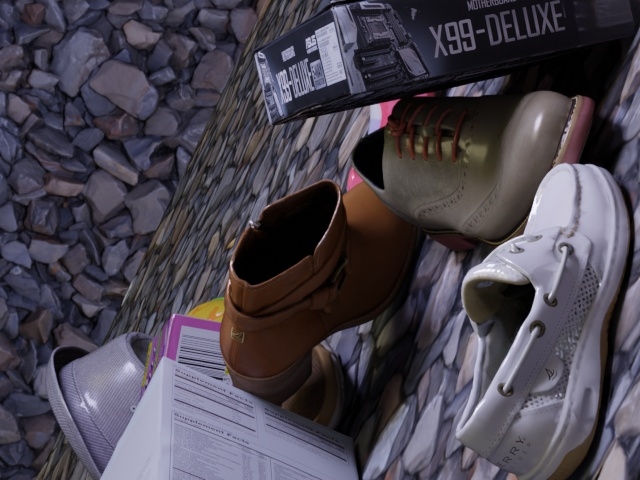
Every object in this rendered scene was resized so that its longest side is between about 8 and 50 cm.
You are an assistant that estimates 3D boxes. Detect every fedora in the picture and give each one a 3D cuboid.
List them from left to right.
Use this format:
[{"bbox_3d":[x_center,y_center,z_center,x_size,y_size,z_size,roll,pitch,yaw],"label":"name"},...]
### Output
[{"bbox_3d":[-0.188,0.212,2.143,0.124,0.275,0.244,-36,-1,11],"label":"fedora"}]

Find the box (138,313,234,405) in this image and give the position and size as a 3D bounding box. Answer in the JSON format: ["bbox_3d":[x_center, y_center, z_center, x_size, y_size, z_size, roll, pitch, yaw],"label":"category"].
[{"bbox_3d":[-0.127,0.203,1.937,0.243,0.117,0.214,135,145,-76],"label":"box"}]

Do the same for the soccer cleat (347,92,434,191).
[{"bbox_3d":[0.078,-0.089,1.931,0.095,0.083,0.248,80,-166,-51],"label":"soccer cleat"}]

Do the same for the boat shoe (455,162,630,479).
[{"bbox_3d":[0.146,0.038,1.290,0.098,0.096,0.277,-54,16,44],"label":"boat shoe"}]

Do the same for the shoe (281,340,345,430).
[{"bbox_3d":[0.000,0.139,1.828,0.077,0.058,0.219,-58,15,12],"label":"shoe"}]

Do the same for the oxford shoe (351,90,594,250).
[{"bbox_3d":[0.114,-0.064,1.547,0.123,0.130,0.348,-68,12,-15],"label":"oxford shoe"}]

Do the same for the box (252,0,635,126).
[{"bbox_3d":[0.094,-0.167,1.596,0.307,0.242,0.077,174,82,-77],"label":"box"}]

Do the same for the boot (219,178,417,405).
[{"bbox_3d":[0.000,0.000,1.701,0.283,0.109,0.220,-46,-23,-25],"label":"boot"}]

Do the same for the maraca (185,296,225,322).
[{"bbox_3d":[-0.110,0.133,2.223,0.185,0.099,0.127,14,90,53],"label":"maraca"}]

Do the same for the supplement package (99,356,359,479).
[{"bbox_3d":[-0.090,0.268,1.604,0.199,0.198,0.263,-62,13,17],"label":"supplement package"}]
